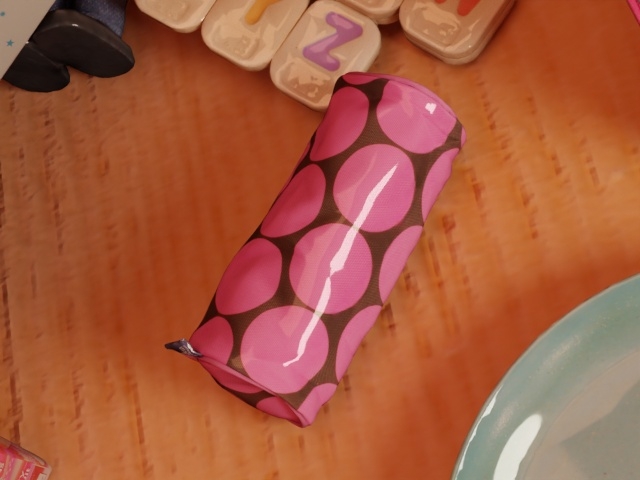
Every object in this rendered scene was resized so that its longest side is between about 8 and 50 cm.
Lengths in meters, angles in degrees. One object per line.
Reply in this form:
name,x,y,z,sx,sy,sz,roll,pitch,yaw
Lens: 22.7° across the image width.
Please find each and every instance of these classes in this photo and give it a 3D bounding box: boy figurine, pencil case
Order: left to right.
boy figurine,-0.171,-0.252,1.144,0.177,0.092,0.285,-8,68,26
pencil case,0.000,0.000,0.947,0.098,0.095,0.209,19,74,53

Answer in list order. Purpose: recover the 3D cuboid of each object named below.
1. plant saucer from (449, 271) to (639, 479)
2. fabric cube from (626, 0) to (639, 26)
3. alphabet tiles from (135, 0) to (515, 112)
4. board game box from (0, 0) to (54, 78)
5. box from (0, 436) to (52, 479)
plant saucer,0.213,0.158,0.794,0.317,0.044,0.317,-10,64,22
fabric cube,0.281,-0.223,0.807,0.259,0.254,0.258,-13,61,22
alphabet tiles,0.014,-0.232,1.041,0.284,0.021,0.278,32,81,20
board game box,-0.287,-0.169,1.083,0.303,0.097,0.224,-51,43,23
box,-0.302,0.227,0.929,0.142,0.154,0.300,27,82,8
